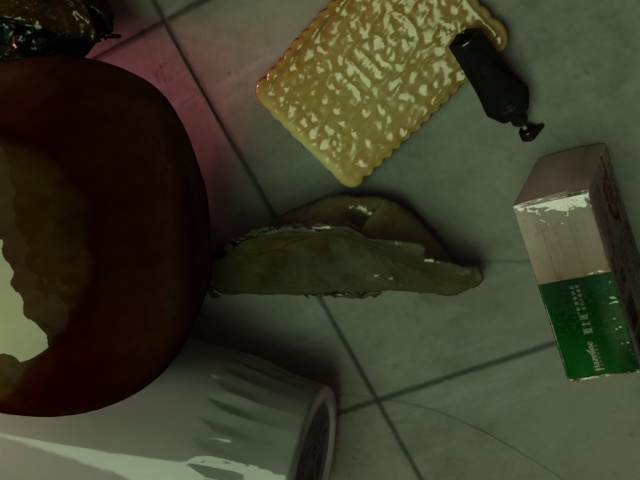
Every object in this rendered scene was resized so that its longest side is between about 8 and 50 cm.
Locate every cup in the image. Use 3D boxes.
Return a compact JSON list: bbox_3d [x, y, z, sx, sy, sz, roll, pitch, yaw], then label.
[{"bbox_3d":[-0.183,0.228,1.403,0.372,0.253,0.253,9,116,13],"label":"cup"}]

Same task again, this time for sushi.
[{"bbox_3d":[-0.348,-0.225,1.303,0.287,0.149,0.140,-16,95,25],"label":"sushi"}]

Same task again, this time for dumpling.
[{"bbox_3d":[0.002,-0.001,1.317,0.332,0.086,0.166,-4,144,22],"label":"dumpling"}]

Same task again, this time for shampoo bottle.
[{"bbox_3d":[0.174,-0.150,1.192,0.048,0.027,0.137,-31,123,15],"label":"shampoo bottle"}]

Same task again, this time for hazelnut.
[{"bbox_3d":[-0.272,-0.006,1.218,0.366,0.366,0.365,8,116,17],"label":"hazelnut"}]

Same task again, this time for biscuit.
[{"bbox_3d":[0.058,-0.180,1.243,0.160,0.030,0.250,44,121,-3],"label":"biscuit"}]

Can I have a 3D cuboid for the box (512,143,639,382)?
[{"bbox_3d":[0.264,0.020,1.198,0.081,0.135,0.199,-11,108,25],"label":"box"}]
